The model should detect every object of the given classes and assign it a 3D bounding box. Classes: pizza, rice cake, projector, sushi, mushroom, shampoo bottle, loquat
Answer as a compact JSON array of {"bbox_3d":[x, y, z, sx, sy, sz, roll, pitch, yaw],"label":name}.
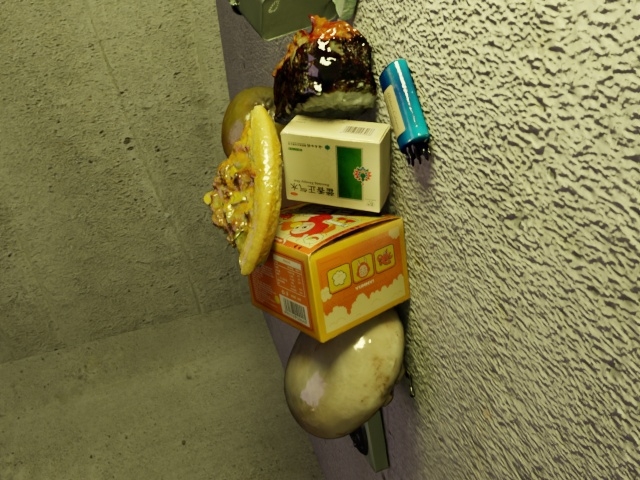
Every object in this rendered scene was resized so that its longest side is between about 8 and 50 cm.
[{"bbox_3d":[-0.138,-0.106,1.241,0.268,0.087,0.258,-58,45,25],"label":"pizza"},{"bbox_3d":[0.057,-0.543,1.186,0.222,0.042,0.080,106,153,-66],"label":"rice cake"},{"bbox_3d":[0.121,0.552,1.888,0.257,0.079,0.259,-142,39,-68],"label":"projector"},{"bbox_3d":[0.007,-0.351,1.324,0.343,0.196,0.182,179,97,-71],"label":"sushi"},{"bbox_3d":[0.082,0.305,1.437,0.362,0.294,0.362,-55,15,22],"label":"mushroom"},{"bbox_3d":[0.153,-0.223,1.075,0.087,0.050,0.183,135,121,-71],"label":"shampoo bottle"},{"bbox_3d":[-0.203,-0.361,1.988,0.284,0.276,0.276,110,144,-62],"label":"loquat"}]

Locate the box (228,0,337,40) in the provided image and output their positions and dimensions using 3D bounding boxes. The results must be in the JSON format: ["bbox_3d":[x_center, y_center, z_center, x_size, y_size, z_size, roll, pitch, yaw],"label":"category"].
[{"bbox_3d":[-0.070,-0.550,1.320,0.135,0.243,0.163,57,159,22],"label":"box"}]

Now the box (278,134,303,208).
[{"bbox_3d":[-0.085,-0.129,1.626,0.216,0.300,0.301,-114,17,-52],"label":"box"}]

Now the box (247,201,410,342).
[{"bbox_3d":[0.006,0.046,1.336,0.283,0.259,0.214,19,125,51],"label":"box"}]

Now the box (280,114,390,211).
[{"bbox_3d":[0.035,-0.161,1.261,0.095,0.212,0.168,-60,-27,-48],"label":"box"}]
